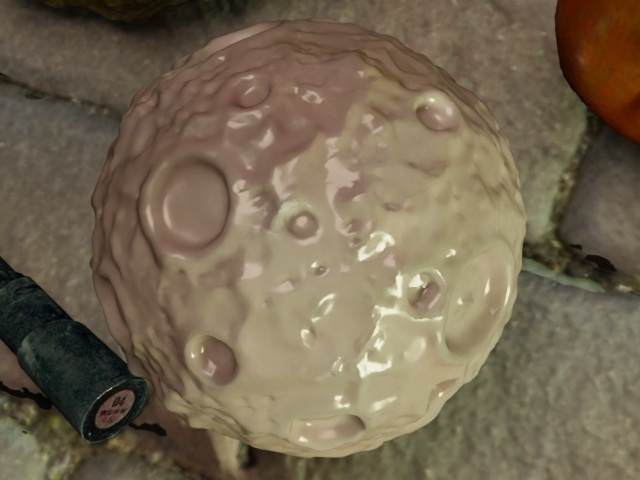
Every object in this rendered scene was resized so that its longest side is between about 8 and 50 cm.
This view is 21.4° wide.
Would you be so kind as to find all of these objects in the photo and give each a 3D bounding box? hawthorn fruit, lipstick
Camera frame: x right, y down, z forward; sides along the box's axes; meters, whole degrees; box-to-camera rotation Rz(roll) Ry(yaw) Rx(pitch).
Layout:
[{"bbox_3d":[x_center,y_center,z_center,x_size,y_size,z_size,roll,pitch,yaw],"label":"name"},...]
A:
[{"bbox_3d":[0.260,-0.162,1.085,0.196,0.196,0.225,15,40,16],"label":"hawthorn fruit"},{"bbox_3d":[-0.209,0.039,1.117,0.053,0.053,0.234,-43,64,-12],"label":"lipstick"}]

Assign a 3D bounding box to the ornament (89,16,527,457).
[{"bbox_3d":[0.000,0.000,0.984,0.225,0.259,0.259,22,69,33],"label":"ornament"}]

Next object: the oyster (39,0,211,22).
[{"bbox_3d":[-0.098,-0.228,1.199,0.341,0.110,0.166,-12,58,7],"label":"oyster"}]
